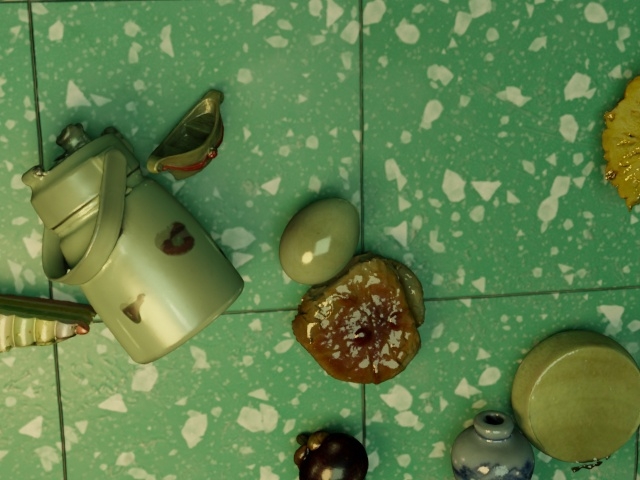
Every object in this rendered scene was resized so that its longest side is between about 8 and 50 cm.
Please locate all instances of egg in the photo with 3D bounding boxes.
[{"bbox_3d":[0.000,0.000,1.684,0.114,0.114,0.152,40,93,-16],"label":"egg"}]

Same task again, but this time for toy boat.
[{"bbox_3d":[-0.197,-0.148,1.623,0.185,0.089,0.071,-54,148,-33],"label":"toy boat"}]

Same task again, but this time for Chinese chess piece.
[{"bbox_3d":[0.437,0.269,1.834,0.237,0.092,0.238,-2,103,-10],"label":"Chinese chess piece"}]

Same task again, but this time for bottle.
[{"bbox_3d":[-0.295,-0.005,1.585,0.229,0.229,0.352,-36,101,0],"label":"bottle"}]

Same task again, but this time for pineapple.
[{"bbox_3d":[0.553,-0.186,1.756,0.164,0.140,0.250,-7,128,-49],"label":"pineapple"}]

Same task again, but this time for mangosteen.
[{"bbox_3d":[0.011,0.370,1.780,0.140,0.140,0.140,-2,103,-9],"label":"mangosteen"}]

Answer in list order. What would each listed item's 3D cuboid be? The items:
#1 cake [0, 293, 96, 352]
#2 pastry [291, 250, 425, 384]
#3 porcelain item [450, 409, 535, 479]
[{"bbox_3d":[-0.460,0.115,1.636,0.225,0.109,0.090,-9,104,-7],"label":"cake"},{"bbox_3d":[0.064,0.127,1.733,0.229,0.100,0.218,-4,103,-10],"label":"pastry"},{"bbox_3d":[0.290,0.413,1.826,0.141,0.141,0.259,-5,114,-8],"label":"porcelain item"}]
